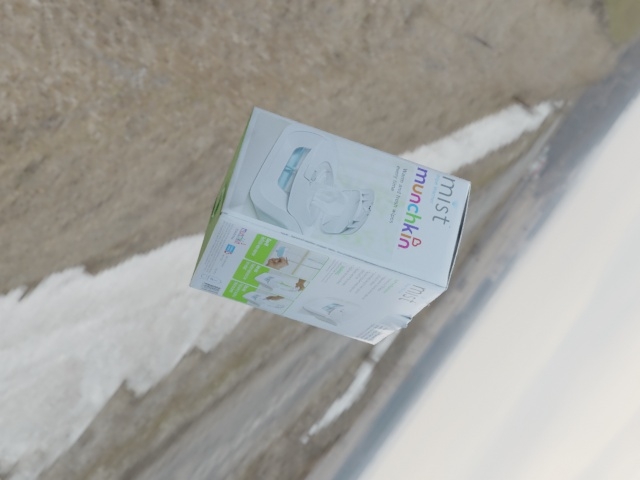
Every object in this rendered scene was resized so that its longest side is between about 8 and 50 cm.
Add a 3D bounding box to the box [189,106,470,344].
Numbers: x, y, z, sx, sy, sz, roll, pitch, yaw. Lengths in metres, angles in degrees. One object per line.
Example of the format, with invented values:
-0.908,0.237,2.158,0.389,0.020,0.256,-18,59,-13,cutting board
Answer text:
0.000,0.000,1.182,0.262,0.231,0.126,125,-18,-69,box
